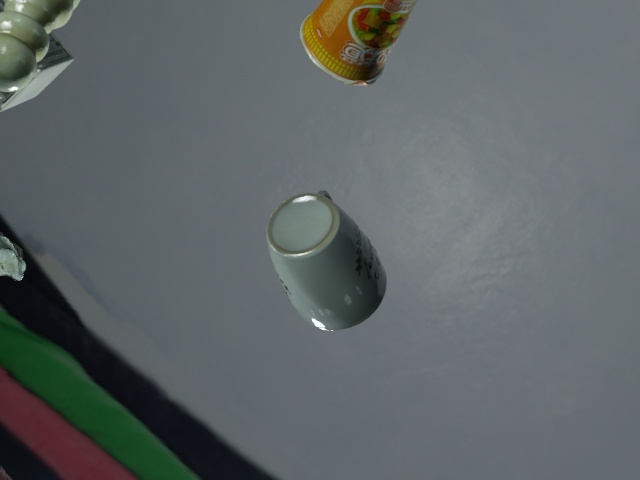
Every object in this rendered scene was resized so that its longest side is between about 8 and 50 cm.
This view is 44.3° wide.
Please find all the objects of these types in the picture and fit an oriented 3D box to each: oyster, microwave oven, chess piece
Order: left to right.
[{"bbox_3d":[-0.818,0.033,1.960,0.199,0.087,0.252,50,143,-6],"label":"oyster"},{"bbox_3d":[-0.633,-0.398,1.529,0.240,0.145,0.194,50,-164,-12],"label":"microwave oven"},{"bbox_3d":[-0.516,-0.366,1.359,0.133,0.243,0.133,10,151,5],"label":"chess piece"}]

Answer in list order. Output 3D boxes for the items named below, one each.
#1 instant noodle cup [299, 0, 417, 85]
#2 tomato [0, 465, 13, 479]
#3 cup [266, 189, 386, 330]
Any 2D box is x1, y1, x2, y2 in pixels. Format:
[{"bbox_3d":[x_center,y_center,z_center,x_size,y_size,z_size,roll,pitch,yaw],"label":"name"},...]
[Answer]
[{"bbox_3d":[0.076,-0.374,1.279,0.168,0.185,0.168,13,-124,-20],"label":"instant noodle cup"},{"bbox_3d":[-0.767,0.517,1.746,0.228,0.101,0.228,24,160,9],"label":"tomato"},{"bbox_3d":[0.000,0.000,1.438,0.234,0.186,0.258,60,-160,-52],"label":"cup"}]
